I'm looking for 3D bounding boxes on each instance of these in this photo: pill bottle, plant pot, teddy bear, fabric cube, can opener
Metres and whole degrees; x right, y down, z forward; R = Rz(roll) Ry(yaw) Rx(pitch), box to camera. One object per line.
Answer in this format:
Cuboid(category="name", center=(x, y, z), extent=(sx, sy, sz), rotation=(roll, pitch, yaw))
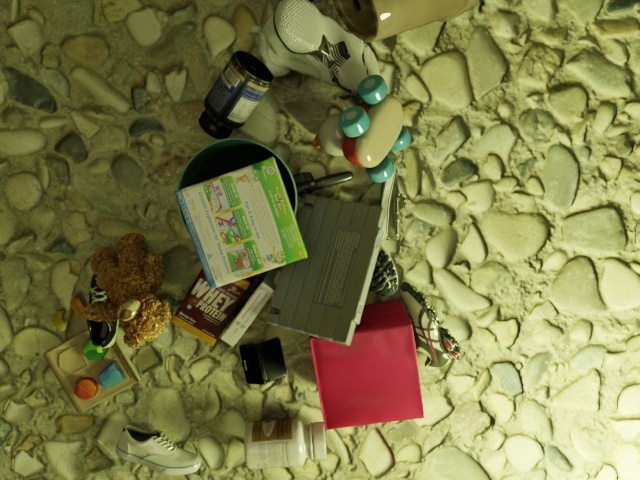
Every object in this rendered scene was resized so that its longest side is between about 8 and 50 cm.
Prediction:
Cuboid(category="pill bottle", center=(-0.231, -0.377, 1.297), extent=(0.123, 0.123, 0.219), rotation=(43, 121, -4))
Cuboid(category="pill bottle", center=(-0.099, 0.588, 1.423), extent=(0.229, 0.131, 0.131), rotation=(-4, 96, 1))
Cuboid(category="plant pot", center=(0.187, -0.631, 1.169), extent=(0.280, 0.323, 0.323), rotation=(-38, 95, -10))
Cuboid(category="teddy bear", center=(-0.522, 0.118, 1.319), extent=(0.245, 0.113, 0.338), rotation=(-12, 57, -2))
Cuboid(category="fabric cube", center=(0.121, 0.327, 1.333), extent=(0.258, 0.259, 0.254), rotation=(-10, 97, 3))
Cuboid(category="can opener", center=(0.002, -0.165, 1.379), extent=(0.186, 0.059, 0.073), rotation=(-11, 95, 2))
Cuboid(category="plant pot", center=(-0.202, -0.114, 1.298), extent=(0.292, 0.235, 0.293), rotation=(0, 97, 0))

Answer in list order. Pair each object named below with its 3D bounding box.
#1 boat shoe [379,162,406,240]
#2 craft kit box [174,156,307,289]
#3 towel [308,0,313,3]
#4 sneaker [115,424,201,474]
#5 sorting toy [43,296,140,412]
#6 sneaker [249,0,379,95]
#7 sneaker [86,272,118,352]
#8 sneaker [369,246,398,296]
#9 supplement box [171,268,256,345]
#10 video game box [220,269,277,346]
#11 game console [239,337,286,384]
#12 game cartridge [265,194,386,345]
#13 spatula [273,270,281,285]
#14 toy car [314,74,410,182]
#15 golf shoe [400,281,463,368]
Cuboid(category="boat shoe", center=(0.204, -0.108, 1.380), extent=(0.070, 0.078, 0.220), rotation=(5, 104, 0))
Cuboid(category="craft kit box", center=(-0.184, -0.041, 1.162), extent=(0.246, 0.061, 0.250), rotation=(-18, 96, 5))
Cuboid(category="towel", center=(-0.050, -0.811, 1.303), extent=(0.227, 0.076, 0.308), rotation=(32, 95, -4))
Cuboid(category="sneaker", center=(-0.477, 0.617, 1.447), extent=(0.258, 0.094, 0.091), rotation=(13, 100, 0))
Cuboid(category="sorting toy", center=(-0.702, 0.336, 1.445), extent=(0.229, 0.041, 0.307), rotation=(-28, 95, 3))
Cuboid(category="sneaker", center=(-0.014, -0.490, 1.307), extent=(0.365, 0.210, 0.138), rotation=(24, 80, -38))
Cuboid(category="sneaker", center=(-0.614, 0.196, 1.387), extent=(0.084, 0.097, 0.235), rotation=(-6, 84, -7))
Cuboid(category="sneaker", center=(0.134, 0.020, 1.356), extent=(0.110, 0.122, 0.283), rotation=(-35, 85, 26))
Cuboid(category="supplement box", center=(-0.283, 0.149, 1.348), extent=(0.129, 0.191, 0.194), rotation=(31, 95, -3))
Cuboid(category="video game box", center=(-0.187, 0.177, 1.344), extent=(0.048, 0.205, 0.187), rotation=(39, 95, -5))
Cuboid(category="game console", center=(-0.172, 0.359, 1.460), extent=(0.107, 0.071, 0.122), rotation=(-8, 96, 31))
Cuboid(category="game cartridge", center=(0.020, 0.067, 1.239), extent=(0.230, 0.068, 0.355), rotation=(13, 74, 17))
Cuboid(category="spatula", center=(0.010, 0.104, 1.333), extent=(0.242, 0.019, 0.168), rotation=(28, 59, -5))
Cuboid(category="toy car", center=(0.082, -0.300, 1.317), extent=(0.237, 0.219, 0.210), rotation=(14, 66, 38))
Cuboid(category="golf shoe", center=(0.292, 0.249, 1.402), extent=(0.120, 0.105, 0.273), rotation=(-33, 94, 11))
